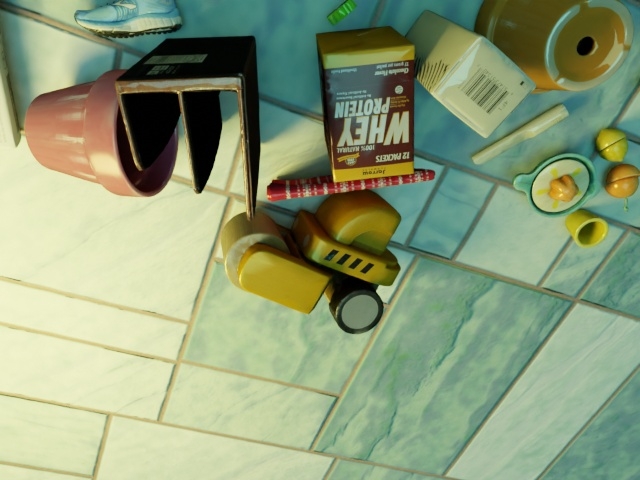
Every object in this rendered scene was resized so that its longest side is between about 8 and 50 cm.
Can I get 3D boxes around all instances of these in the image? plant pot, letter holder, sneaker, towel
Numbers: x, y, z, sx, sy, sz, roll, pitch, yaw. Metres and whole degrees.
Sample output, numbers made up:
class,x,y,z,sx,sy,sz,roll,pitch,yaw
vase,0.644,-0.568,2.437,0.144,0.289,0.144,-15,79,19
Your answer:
class,x,y,z,sx,sy,sz,roll,pitch,yaw
plant pot,0.370,-0.320,0.791,0.205,0.187,0.205,-2,120,-3
letter holder,-0.172,-0.173,0.768,0.152,0.301,0.214,-3,120,-3
plant pot,-0.360,-0.176,0.829,0.181,0.201,0.201,4,121,11
sneaker,-0.304,-0.363,0.800,0.162,0.063,0.073,-7,103,-5
towel,0.043,-0.105,0.893,0.275,0.199,0.031,-7,100,-1

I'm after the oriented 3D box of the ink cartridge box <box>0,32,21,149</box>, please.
class,x,y,z,sx,sy,sz,roll,pitch,yaw
ink cartridge box,-0.678,-0.279,0.728,0.386,0.091,0.307,-7,123,-22

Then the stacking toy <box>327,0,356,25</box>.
class,x,y,z,sx,sy,sz,roll,pitch,yaw
stacking toy,0.044,-0.465,0.766,0.221,0.052,0.167,-39,114,19

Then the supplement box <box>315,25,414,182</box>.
class,x,y,z,sx,sy,sz,roll,pitch,yaw
supplement box,0.069,-0.226,0.820,0.129,0.191,0.194,-6,121,0

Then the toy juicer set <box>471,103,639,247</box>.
class,x,y,z,sx,sy,sz,roll,pitch,yaw
toy juicer set,0.482,-0.135,0.964,0.329,0.089,0.209,31,113,-19

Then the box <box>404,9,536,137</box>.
class,x,y,z,sx,sy,sz,roll,pitch,yaw
box,0.200,-0.261,0.762,0.113,0.275,0.094,32,113,-20

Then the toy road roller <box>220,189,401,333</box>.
class,x,y,z,sx,sy,sz,roll,pitch,yaw
toy road roller,0.000,0.000,0.950,0.330,0.202,0.240,21,104,-21
